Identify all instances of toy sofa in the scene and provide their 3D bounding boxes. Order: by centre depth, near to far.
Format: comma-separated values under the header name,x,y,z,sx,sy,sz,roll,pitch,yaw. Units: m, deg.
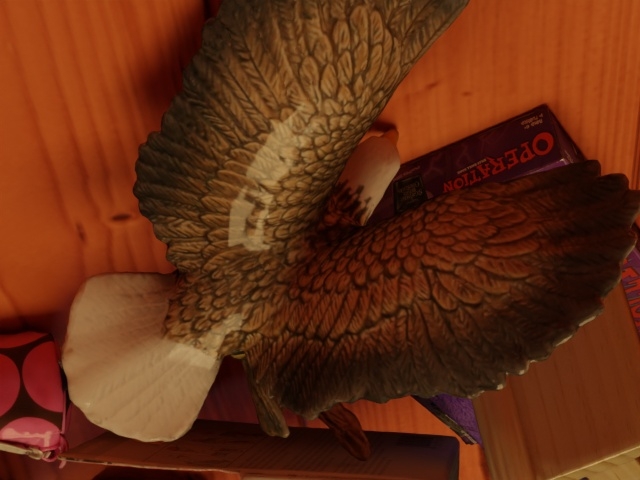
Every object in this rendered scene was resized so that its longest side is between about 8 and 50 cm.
name,x,y,z,sx,sy,sz,roll,pitch,yaw
toy sofa,0.191,0.162,1.364,0.177,0.150,0.362,-21,148,15

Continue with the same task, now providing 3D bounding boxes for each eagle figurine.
name,x,y,z,sx,sy,sz,roll,pitch,yaw
eagle figurine,0.003,-0.009,1.077,0.226,0.225,0.298,16,152,-22

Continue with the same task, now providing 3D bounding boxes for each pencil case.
name,x,y,z,sx,sy,sz,roll,pitch,yaw
pencil case,-0.268,0.110,1.255,0.209,0.098,0.095,-3,149,-13

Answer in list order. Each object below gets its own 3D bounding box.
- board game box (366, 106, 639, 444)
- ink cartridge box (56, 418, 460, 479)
name,x,y,z,sx,sy,sz,roll,pitch,yaw
board game box,0.127,0.039,1.328,0.208,0.056,0.347,-26,147,16
ink cartridge box,-0.031,0.164,1.287,0.239,0.060,0.275,2,180,7
